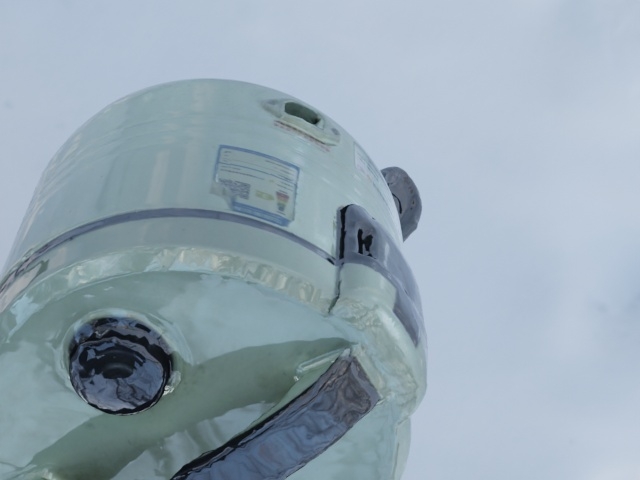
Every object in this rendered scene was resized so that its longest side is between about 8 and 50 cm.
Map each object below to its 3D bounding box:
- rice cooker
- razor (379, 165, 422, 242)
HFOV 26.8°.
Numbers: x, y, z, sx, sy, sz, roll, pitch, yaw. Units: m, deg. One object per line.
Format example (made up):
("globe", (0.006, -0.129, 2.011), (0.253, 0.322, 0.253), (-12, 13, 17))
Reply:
("rice cooker", (-0.056, 0.050, 0.683), (0.226, 0.244, 0.226), (1, 120, 2))
("razor", (0.000, 0.000, 0.890), (0.148, 0.090, 0.054), (-19, 114, 45))
